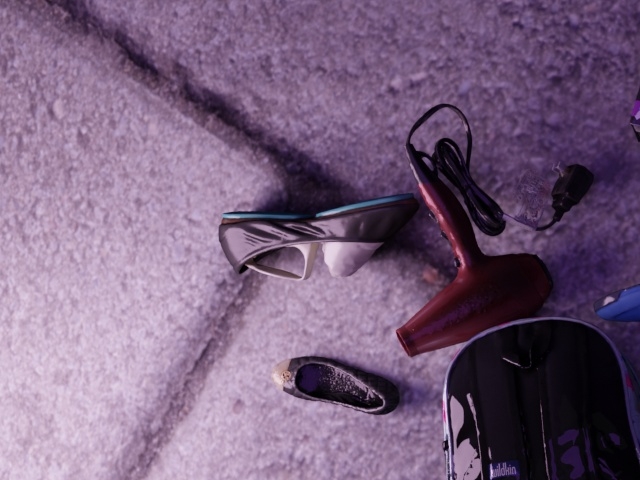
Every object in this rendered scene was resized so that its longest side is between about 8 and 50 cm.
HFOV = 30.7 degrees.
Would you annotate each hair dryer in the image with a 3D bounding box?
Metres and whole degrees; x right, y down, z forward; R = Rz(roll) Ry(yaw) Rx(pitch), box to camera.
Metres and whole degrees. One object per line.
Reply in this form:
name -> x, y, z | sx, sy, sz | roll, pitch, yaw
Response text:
hair dryer -> 0.171, 0.007, 1.372 | 0.224, 0.080, 0.293 | 22, 81, 5

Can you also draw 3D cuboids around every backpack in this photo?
backpack -> 0.252, 0.215, 1.275 | 0.225, 0.191, 0.253 | -14, 72, 21

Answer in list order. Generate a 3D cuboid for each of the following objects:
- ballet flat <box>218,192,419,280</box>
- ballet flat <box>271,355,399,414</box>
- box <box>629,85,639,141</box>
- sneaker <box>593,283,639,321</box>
ballet flat -> 0.000, 0.000, 1.460 | 0.281, 0.095, 0.096 | -5, 92, 31
ballet flat -> 0.016, 0.177, 1.449 | 0.173, 0.049, 0.057 | 9, 87, 22
box -> 0.385, -0.195, 1.308 | 0.029, 0.116, 0.162 | 15, 90, 20
sneaker -> 0.411, 0.077, 1.295 | 0.209, 0.069, 0.082 | -12, 84, 20
